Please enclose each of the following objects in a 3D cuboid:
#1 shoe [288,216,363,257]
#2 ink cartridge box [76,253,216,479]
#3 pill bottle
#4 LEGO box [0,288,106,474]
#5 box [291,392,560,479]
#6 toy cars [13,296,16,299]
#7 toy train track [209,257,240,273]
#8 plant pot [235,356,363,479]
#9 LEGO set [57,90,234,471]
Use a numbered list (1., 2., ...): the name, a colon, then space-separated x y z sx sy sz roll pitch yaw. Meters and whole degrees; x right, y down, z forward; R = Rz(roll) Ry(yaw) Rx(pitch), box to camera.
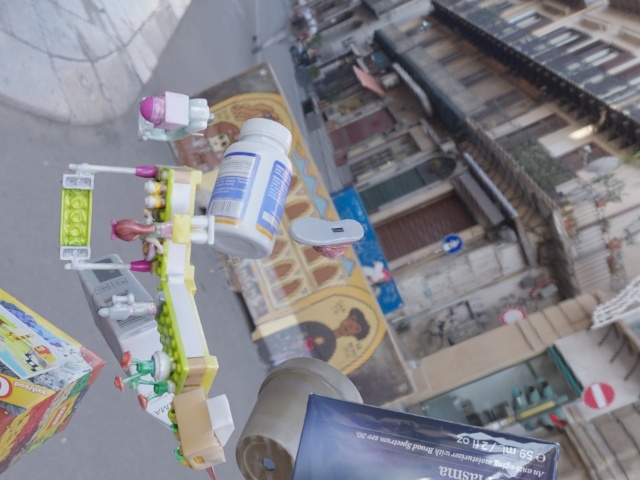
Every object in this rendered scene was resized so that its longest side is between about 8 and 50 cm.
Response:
1. shoe: 0.000 0.000 1.284 0.178 0.081 0.063 -2 57 -37
2. ink cartridge box: -0.195 0.151 0.704 0.189 0.066 0.232 31 -48 52
3. pill bottle: -0.143 -0.111 1.322 0.152 0.152 0.272 56 43 -59
4. LEGO box: -0.704 0.197 1.109 0.500 0.193 0.372 33 8 2
5. box: 0.109 0.364 0.751 0.183 0.296 0.294 66 34 -67
6. toy cars: -1.036 0.295 1.879 0.087 0.176 0.394 46 20 -1
7. toy train track: -0.245 0.061 1.607 0.048 0.083 0.014 56 10 -67
8. plant pot: -0.073 0.517 1.687 0.280 0.323 0.323 -35 103 -59
9. LEGO set: -0.143 0.032 0.493 0.132 0.107 0.287 -22 -110 59
